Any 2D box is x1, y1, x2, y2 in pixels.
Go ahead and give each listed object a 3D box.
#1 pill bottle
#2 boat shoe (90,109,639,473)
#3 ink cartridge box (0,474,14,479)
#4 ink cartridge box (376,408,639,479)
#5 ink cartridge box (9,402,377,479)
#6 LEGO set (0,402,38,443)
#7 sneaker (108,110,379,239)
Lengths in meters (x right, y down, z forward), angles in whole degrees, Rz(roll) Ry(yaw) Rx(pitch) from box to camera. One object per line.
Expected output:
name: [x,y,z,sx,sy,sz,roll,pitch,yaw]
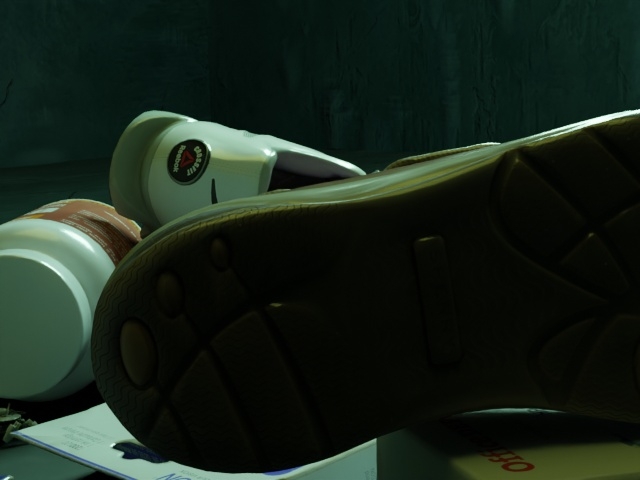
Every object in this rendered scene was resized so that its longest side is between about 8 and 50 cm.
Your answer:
pill bottle: [-0.183,0.040,1.131,0.121,0.121,0.216,-2,6,4]
boat shoe: [0.070,0.012,0.656,0.324,0.123,0.116,-4,5,-11]
ink cartridge box: [-0.299,0.134,0.643,0.332,0.065,0.165,-1,6,17]
ink cartridge box: [0.131,0.108,0.660,0.190,0.082,0.139,-3,7,-16]
ink cartridge box: [-0.024,0.100,0.868,0.208,0.045,0.206,-17,13,-31]
LEGO set: [-0.206,0.107,0.994,0.083,0.023,0.054,-3,7,-9]
sneaker: [0.000,0.000,1.244,0.146,0.123,0.330,9,-7,35]
